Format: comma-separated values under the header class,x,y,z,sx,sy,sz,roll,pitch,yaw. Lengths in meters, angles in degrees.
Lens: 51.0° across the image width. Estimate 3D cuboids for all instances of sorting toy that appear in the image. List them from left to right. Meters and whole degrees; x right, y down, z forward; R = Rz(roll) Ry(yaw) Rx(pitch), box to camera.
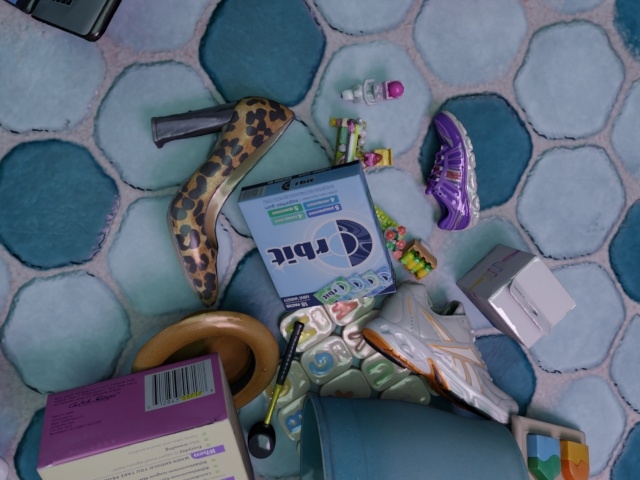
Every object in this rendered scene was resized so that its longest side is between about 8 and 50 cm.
class,x,y,z,sx,sy,sz,roll,pitch,yaw
sorting toy,0.328,0.351,0.928,0.208,0.038,0.193,24,61,-39

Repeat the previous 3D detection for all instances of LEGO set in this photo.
class,x,y,z,sx,sy,sz,roll,pitch,yaw
LEGO set,0.077,-0.068,0.892,0.132,0.107,0.287,-15,98,-6

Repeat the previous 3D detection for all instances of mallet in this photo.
class,x,y,z,sx,sy,sz,roll,pitch,yaw
mallet,-0.058,0.204,0.911,0.039,0.062,0.190,18,98,-4

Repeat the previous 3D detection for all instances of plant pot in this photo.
class,x,y,z,sx,sy,sz,roll,pitch,yaw
plant pot,0.114,0.325,0.847,0.255,0.271,0.272,-2,97,-8

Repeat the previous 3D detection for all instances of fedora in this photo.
class,x,y,z,sx,sy,sz,roll,pitch,yaw
fedora,-0.153,0.151,0.886,0.194,0.079,0.194,-7,124,-11

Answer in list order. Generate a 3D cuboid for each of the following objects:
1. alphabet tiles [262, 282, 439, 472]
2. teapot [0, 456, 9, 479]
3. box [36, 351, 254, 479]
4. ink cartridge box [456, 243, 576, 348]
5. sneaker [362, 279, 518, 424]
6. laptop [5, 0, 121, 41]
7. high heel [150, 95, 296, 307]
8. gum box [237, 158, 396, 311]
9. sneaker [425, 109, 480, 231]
class,x,y,z,sx,sy,sz,roll,pitch,yaw
alphabet tiles,0.065,0.198,0.966,0.278,0.021,0.284,-30,100,-4
teapot,-0.496,0.164,0.804,0.252,0.187,0.256,27,111,16
box,-0.200,0.287,0.842,0.213,0.117,0.243,-14,124,-6
ink cartridge box,0.268,0.074,0.918,0.090,0.143,0.092,-42,101,-2
sneaker,0.191,0.154,0.932,0.262,0.099,0.121,37,77,-16
laptop,-0.306,-0.461,0.721,0.236,0.408,0.382,27,93,-40
high heel,-0.105,-0.053,0.874,0.186,0.093,0.261,-11,92,-4
gum box,0.000,0.000,0.863,0.156,0.041,0.184,-12,124,13
sneaker,0.176,-0.093,0.926,0.071,0.068,0.170,-10,99,-1
